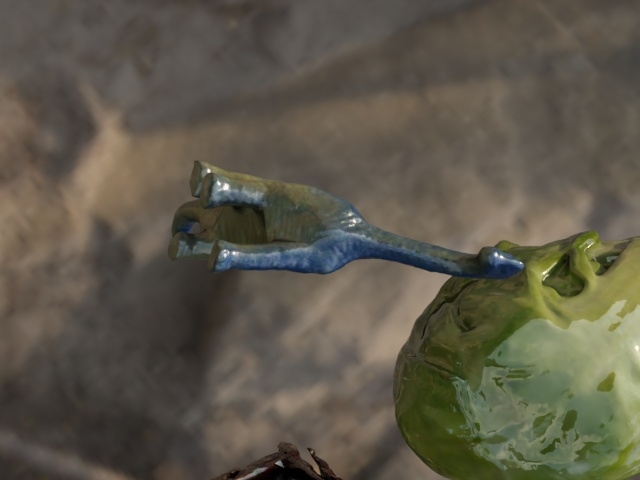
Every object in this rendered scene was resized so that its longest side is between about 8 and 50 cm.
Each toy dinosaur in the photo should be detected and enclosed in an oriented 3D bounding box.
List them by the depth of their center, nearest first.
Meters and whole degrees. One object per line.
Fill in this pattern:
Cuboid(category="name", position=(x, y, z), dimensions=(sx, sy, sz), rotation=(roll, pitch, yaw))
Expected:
Cuboid(category="toy dinosaur", position=(0.000, 0.000, 1.304), dimensions=(0.188, 0.075, 0.247), rotation=(10, 174, -19))

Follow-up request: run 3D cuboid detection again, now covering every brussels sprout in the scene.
Cuboid(category="brussels sprout", position=(0.219, 0.117, 1.916), dimensions=(0.328, 0.247, 0.328), rotation=(-17, -156, 8))

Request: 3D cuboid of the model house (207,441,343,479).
Cuboid(category="model house", position=(-0.048, 0.320, 1.383), dimensions=(0.282, 0.297, 0.317), rotation=(-72, 174, -70))
